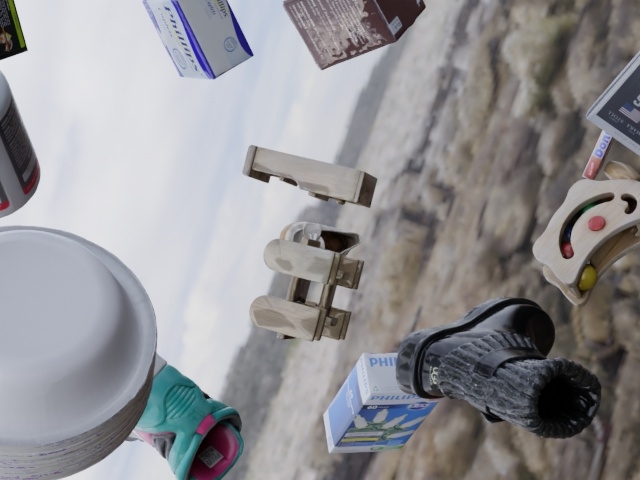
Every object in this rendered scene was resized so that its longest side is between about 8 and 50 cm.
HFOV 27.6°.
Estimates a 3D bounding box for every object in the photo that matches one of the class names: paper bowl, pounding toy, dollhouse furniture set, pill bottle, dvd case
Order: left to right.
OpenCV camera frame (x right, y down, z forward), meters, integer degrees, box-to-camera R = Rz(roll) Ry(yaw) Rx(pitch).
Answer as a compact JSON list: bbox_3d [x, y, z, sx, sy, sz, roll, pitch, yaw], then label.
[{"bbox_3d":[-0.580,-0.190,2.133,0.318,0.176,0.176,84,-158,-54],"label":"pill bottle"},{"bbox_3d":[-0.315,0.103,1.380,0.148,0.284,0.284,105,-176,-51],"label":"paper bowl"},{"bbox_3d":[-0.037,0.010,1.759,0.212,0.161,0.242,14,-90,-77],"label":"dollhouse furniture set"},{"bbox_3d":[0.476,-0.003,2.120,0.269,0.154,0.155,-54,-40,-16],"label":"pounding toy"},{"bbox_3d":[0.509,-0.202,1.812,0.238,0.179,0.029,-54,1,44],"label":"dvd case"}]

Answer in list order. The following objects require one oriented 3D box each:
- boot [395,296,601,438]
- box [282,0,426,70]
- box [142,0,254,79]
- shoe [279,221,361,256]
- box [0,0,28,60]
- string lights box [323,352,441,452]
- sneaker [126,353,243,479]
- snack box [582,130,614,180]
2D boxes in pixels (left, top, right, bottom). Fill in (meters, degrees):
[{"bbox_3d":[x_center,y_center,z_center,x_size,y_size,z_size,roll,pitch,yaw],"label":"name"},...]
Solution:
[{"bbox_3d":[0.308,0.184,1.895,0.348,0.260,0.131,-17,-71,-45],"label":"boot"},{"bbox_3d":[0.069,-0.479,2.649,0.203,0.167,0.168,-17,23,37],"label":"box"},{"bbox_3d":[-0.172,-0.297,1.814,0.072,0.126,0.137,-33,21,-19],"label":"box"},{"bbox_3d":[0.000,0.000,2.489,0.219,0.058,0.076,1,-98,-55],"label":"shoe"},{"bbox_3d":[-0.383,-0.246,1.232,0.184,0.045,0.190,-33,-63,-46],"label":"box"},{"bbox_3d":[0.103,0.269,2.151,0.259,0.133,0.076,116,150,-57],"label":"string lights box"},{"bbox_3d":[-0.195,0.260,1.778,0.124,0.178,0.295,-48,-4,-21],"label":"sneaker"},{"bbox_3d":[0.483,-0.186,2.161,0.064,0.022,0.178,-46,-22,-51],"label":"snack box"}]
